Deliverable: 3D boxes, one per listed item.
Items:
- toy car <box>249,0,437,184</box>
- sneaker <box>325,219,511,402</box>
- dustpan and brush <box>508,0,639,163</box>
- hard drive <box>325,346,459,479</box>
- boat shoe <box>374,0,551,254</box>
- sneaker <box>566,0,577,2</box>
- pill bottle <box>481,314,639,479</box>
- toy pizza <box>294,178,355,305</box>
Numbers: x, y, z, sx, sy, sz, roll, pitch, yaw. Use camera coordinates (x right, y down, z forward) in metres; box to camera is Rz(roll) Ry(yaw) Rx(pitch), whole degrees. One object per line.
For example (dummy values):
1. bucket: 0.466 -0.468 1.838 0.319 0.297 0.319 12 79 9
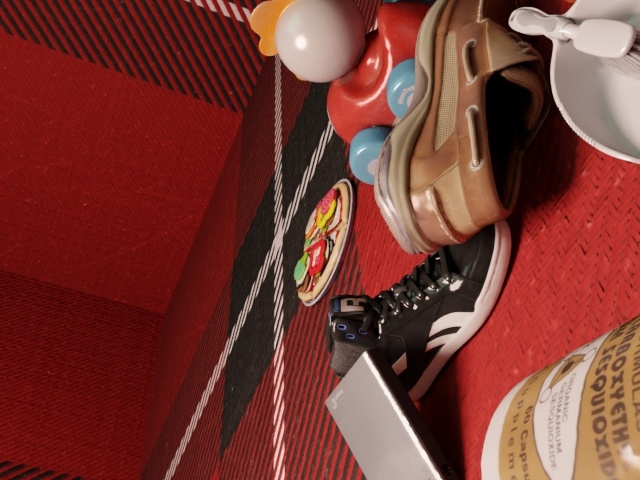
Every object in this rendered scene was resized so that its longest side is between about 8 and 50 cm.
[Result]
1. toy car: 0.019 -0.228 1.048 0.219 0.238 0.210 -87 20 -44
2. sneaker: 0.073 0.058 0.755 0.079 0.121 0.217 -97 28 -56
3. dustpan and brush: 0.205 -0.153 0.632 0.211 0.060 0.147 -117 46 -69
4. hard drive: 0.059 0.174 0.734 0.135 0.022 0.094 59 140 26
5. boat shoe: 0.149 -0.125 0.746 0.116 0.123 0.324 -9 49 36
6. sneaker: 0.242 -0.270 0.665 0.175 0.064 0.067 -63 -3 17
7. pill bottle: 0.176 0.079 0.335 0.229 0.131 0.131 129 154 -55
8. toy pizza: 0.000 0.000 1.264 0.201 0.032 0.201 -163 90 -75
